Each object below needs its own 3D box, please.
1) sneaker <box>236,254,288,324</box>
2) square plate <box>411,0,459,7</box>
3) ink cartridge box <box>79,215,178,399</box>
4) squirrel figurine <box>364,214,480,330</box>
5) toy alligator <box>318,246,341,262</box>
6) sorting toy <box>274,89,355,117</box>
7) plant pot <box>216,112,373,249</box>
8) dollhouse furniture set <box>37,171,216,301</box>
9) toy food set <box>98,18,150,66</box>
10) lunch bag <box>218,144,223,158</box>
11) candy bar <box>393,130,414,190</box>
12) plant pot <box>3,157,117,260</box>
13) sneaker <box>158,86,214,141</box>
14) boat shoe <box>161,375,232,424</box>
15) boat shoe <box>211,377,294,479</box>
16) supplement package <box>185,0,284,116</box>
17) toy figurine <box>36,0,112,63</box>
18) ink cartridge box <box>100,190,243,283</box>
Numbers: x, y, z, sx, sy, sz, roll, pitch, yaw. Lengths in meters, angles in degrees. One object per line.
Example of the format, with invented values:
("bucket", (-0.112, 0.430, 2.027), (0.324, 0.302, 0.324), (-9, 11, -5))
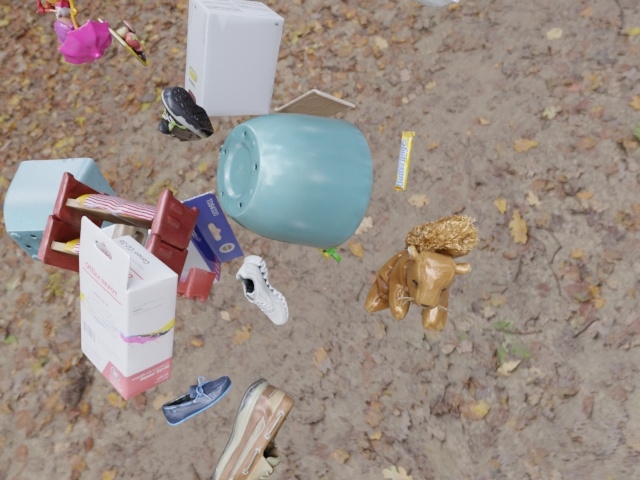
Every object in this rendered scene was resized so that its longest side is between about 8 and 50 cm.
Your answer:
("sneaker", (-0.217, 0.202, 1.691), (0.110, 0.292, 0.118), (-17, 22, 29))
("square plate", (0.073, -0.502, 0.768), (0.343, 0.049, 0.347), (28, 39, -7))
("ink cartridge box", (-0.234, 0.074, 0.560), (0.115, 0.198, 0.067), (30, 30, 31))
("squirrel figurine", (0.337, 0.076, 1.471), (0.280, 0.370, 0.397), (21, 74, 9))
("toy alligator", (0.000, 0.000, 1.466), (0.056, 0.190, 0.051), (-50, 28, -18))
("sorting toy", (-0.019, -0.448, 1.537), (0.208, 0.192, 0.038), (-7, 84, 42))
("plant pot", (-0.074, -0.130, 0.971), (0.292, 0.235, 0.294), (-4, 85, 51))
("dollhouse furniture set", (-0.314, 0.018, 0.888), (0.201, 0.374, 0.152), (10, 78, 10))
("toy food set", (-0.637, -0.678, 1.564), (0.128, 0.218, 0.071), (44, 89, 1))
("lunch bag", (-0.195, -0.220, 1.628), (0.212, 0.256, 0.305), (-20, 97, 45))
("candy bar", (0.223, -0.210, 1.234), (0.040, 0.018, 0.162), (13, 97, 44))
("plant pot", (-0.804, -0.074, 1.428), (0.247, 0.247, 0.253), (-1, 51, 8))
("sneaker", (-0.296, -0.245, 0.970), (0.097, 0.234, 0.084), (-21, 88, 2))
("boat shoe", (-0.440, 0.554, 1.634), (0.258, 0.089, 0.109), (-33, 14, -11))
("boat shoe", (-0.149, 0.475, 1.021), (0.119, 0.122, 0.324), (20, 95, 11))
("supplement package", (-0.235, -0.482, 1.226), (0.203, 0.262, 0.145), (-11, 44, -32))
("toy figurine", (-0.367, -0.336, 0.660), (0.173, 0.159, 0.130), (14, 31, 33))
("ink cartridge box", (-0.378, 0.041, 1.175), (0.329, 0.324, 0.072), (-19, 60, -5))
